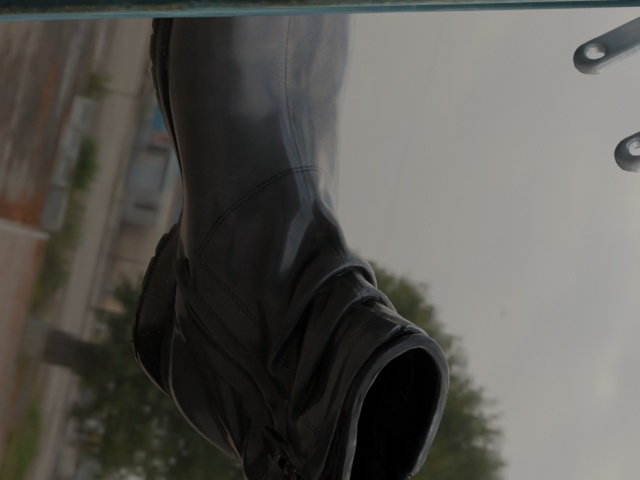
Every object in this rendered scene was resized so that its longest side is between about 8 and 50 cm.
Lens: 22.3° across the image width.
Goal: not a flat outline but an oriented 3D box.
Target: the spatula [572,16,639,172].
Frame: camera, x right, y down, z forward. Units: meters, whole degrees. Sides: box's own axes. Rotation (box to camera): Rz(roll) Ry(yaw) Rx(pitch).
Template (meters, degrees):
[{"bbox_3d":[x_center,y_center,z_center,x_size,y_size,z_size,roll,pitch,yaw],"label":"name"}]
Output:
[{"bbox_3d":[0.208,-0.124,0.718,0.168,0.242,0.019,62,-4,39],"label":"spatula"}]

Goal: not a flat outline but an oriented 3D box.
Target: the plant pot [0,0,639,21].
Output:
[{"bbox_3d":[0.019,-0.244,0.550,0.341,0.341,0.334,-121,-151,-82],"label":"plant pot"}]

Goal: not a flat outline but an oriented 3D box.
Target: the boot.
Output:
[{"bbox_3d":[0.000,0.000,0.839,0.222,0.118,0.338,48,-40,49],"label":"boot"}]
